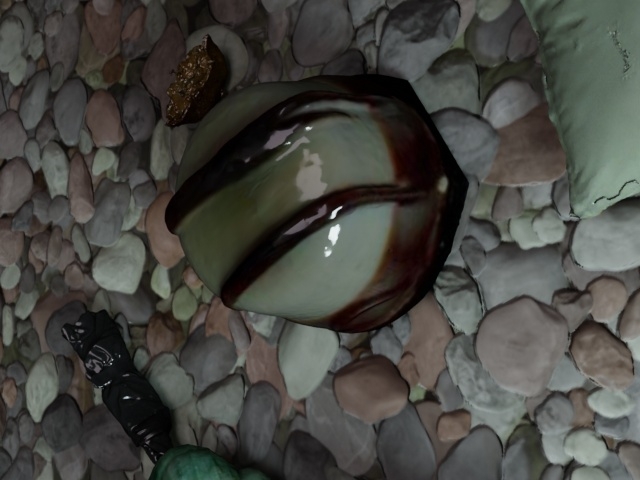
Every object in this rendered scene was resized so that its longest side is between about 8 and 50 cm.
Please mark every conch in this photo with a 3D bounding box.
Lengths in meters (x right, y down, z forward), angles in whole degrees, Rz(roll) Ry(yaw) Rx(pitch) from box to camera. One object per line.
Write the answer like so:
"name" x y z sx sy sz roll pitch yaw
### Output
"conch" -0.126 0.303 1.282 0.188 0.122 0.176 -16 96 39

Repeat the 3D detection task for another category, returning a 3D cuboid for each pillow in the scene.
"pillow" 0.307 -0.203 0.984 0.312 0.119 0.310 -25 67 35

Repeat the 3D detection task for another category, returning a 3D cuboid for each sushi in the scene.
"sushi" -0.148 -0.185 1.391 0.061 0.060 0.118 22 98 44

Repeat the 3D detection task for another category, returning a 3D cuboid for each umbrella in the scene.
"umbrella" -0.229 0.181 1.419 0.066 0.059 0.236 -32 61 -15

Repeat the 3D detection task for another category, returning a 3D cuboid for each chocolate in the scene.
"chocolate" -0.019 -0.044 1.169 0.283 0.186 0.284 -4 82 30
